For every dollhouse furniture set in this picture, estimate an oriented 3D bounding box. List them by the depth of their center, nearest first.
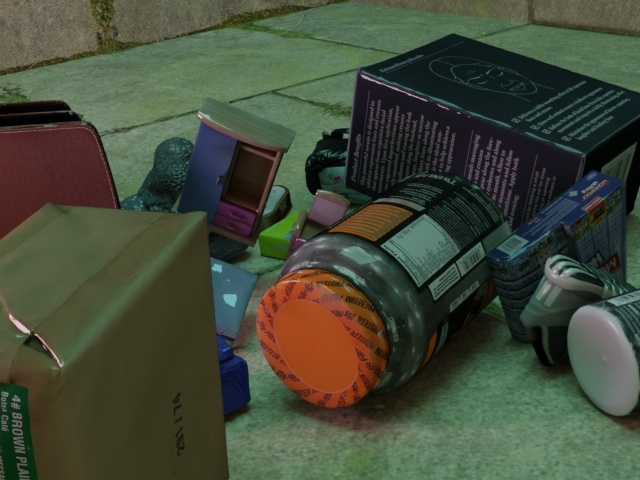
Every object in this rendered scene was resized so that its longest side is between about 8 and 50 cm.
[{"bbox_3d":[-0.115,0.001,1.346,0.286,0.198,0.303,21,42,-1],"label":"dollhouse furniture set"}]

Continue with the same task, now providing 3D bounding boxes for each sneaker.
[{"bbox_3d":[0.326,0.104,1.220,0.228,0.132,0.086,23,18,-33],"label":"sneaker"}]

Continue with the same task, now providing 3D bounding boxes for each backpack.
[{"bbox_3d":[-0.152,0.155,1.195,0.098,0.101,0.120,-14,19,-36],"label":"backpack"},{"bbox_3d":[0.075,-0.132,1.809,0.182,0.115,0.152,2,36,15],"label":"backpack"}]

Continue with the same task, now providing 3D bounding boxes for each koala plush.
[{"bbox_3d":[-0.266,-0.042,1.611,0.221,0.203,0.196,-32,44,0],"label":"koala plush"}]

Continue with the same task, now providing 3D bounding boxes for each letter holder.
[{"bbox_3d":[-0.380,-0.045,1.468,0.214,0.302,0.152,-3,22,6],"label":"letter holder"}]

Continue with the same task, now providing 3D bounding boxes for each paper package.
[{"bbox_3d":[-0.210,0.165,0.879,0.168,0.325,0.309,4,25,13],"label":"paper package"}]

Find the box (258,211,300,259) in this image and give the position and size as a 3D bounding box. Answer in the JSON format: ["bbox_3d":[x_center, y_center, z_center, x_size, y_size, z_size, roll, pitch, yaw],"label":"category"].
[{"bbox_3d":[0.000,0.000,1.604,0.178,0.042,0.109,10,27,35],"label":"box"}]

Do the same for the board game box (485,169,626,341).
[{"bbox_3d":[0.322,0.044,1.270,0.194,0.194,0.060,-36,35,-16],"label":"board game box"}]

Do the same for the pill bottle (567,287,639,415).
[{"bbox_3d":[0.418,0.106,1.128,0.245,0.130,0.130,-14,24,-19],"label":"pill bottle"}]

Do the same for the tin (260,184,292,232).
[{"bbox_3d":[-0.116,-0.056,1.780,0.106,0.040,0.190,-5,22,14],"label":"tin"}]

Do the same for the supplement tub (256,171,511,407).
[{"bbox_3d":[0.084,0.056,1.230,0.207,0.207,0.338,10,27,34],"label":"supplement tub"}]

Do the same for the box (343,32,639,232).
[{"bbox_3d":[0.283,-0.153,1.577,0.395,0.212,0.293,27,36,30],"label":"box"}]
